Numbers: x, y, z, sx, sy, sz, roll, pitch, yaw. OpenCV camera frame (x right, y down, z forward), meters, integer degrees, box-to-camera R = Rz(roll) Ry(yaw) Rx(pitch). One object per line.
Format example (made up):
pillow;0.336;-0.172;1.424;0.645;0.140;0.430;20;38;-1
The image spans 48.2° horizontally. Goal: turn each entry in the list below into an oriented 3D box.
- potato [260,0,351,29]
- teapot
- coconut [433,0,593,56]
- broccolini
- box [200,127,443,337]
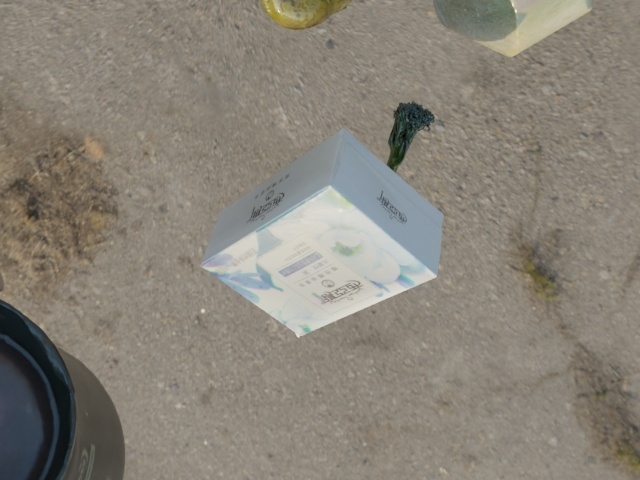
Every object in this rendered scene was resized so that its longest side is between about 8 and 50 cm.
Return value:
potato;-0.002;-0.151;0.412;0.046;0.092;0.045;20;133;11
teapot;-0.356;0.178;0.725;0.305;0.362;0.376;-2;68;-17
coconut;0.284;-0.405;1.084;0.244;0.239;0.239;-31;112;0
broccolini;0.105;-0.112;1.096;0.067;0.058;0.216;-6;131;-37
box;0.000;0.002;0.993;0.203;0.116;0.274;38;134;-27
